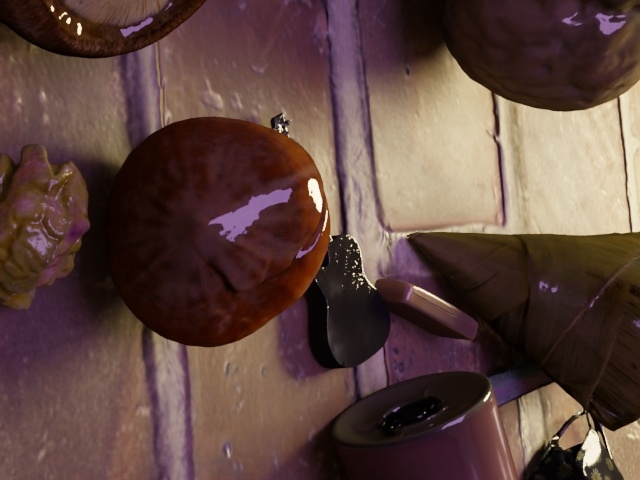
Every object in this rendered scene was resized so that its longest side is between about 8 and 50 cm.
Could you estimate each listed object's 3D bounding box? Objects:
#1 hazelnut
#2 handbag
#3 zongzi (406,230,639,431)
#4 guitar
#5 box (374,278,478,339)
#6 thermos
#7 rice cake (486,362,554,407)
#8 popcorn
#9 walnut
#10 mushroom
[{"bbox_3d":[-0.083,-0.015,1.200,0.182,0.182,0.182,9,78,-48],"label":"hazelnut"},{"bbox_3d":[0.274,0.234,1.657,0.115,0.072,0.139,53,36,-28],"label":"handbag"},{"bbox_3d":[0.238,0.025,1.621,0.300,0.145,0.274,33,26,-1],"label":"zongzi"},{"bbox_3d":[0.000,0.000,1.396,0.088,0.025,0.233,-32,109,-45],"label":"guitar"},{"bbox_3d":[0.098,0.064,1.482,0.115,0.048,0.025,28,71,-43],"label":"box"},{"bbox_3d":[0.104,0.268,1.397,0.176,0.146,0.265,-18,102,-7],"label":"thermos"},{"bbox_3d":[0.212,0.139,1.616,0.207,0.033,0.033,-11,83,-50],"label":"rice cake"},{"bbox_3d":[-0.207,-0.009,1.110,0.089,0.109,0.097,33,17,-7],"label":"popcorn"},{"bbox_3d":[0.231,-0.248,1.529,0.248,0.248,0.248,9,78,-48],"label":"walnut"},{"bbox_3d":[-0.164,-0.240,1.157,0.231,0.138,0.194,-15,137,-36],"label":"mushroom"}]
